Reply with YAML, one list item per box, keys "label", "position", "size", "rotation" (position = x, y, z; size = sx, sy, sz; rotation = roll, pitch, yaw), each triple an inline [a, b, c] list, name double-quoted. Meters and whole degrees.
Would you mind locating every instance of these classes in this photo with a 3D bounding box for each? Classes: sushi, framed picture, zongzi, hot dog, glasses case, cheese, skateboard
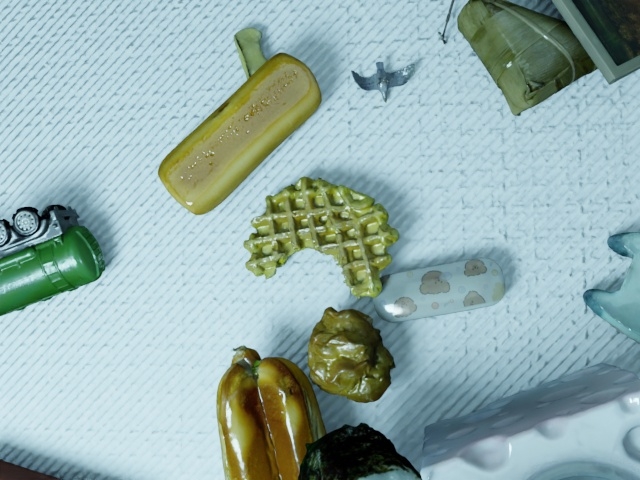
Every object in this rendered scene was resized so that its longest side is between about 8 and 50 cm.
- label: "sushi"
  position: [0.043, 0.314, 0.736]
  size: [0.124, 0.127, 0.225]
  rotation: [-6, 101, -19]
- label: "framed picture"
  position: [0.351, -0.327, 0.842]
  size: [0.184, 0.016, 0.250]
  rotation: [-27, 81, -16]
- label: "zongzi"
  position: [0.275, -0.261, 0.854]
  size: [0.176, 0.078, 0.160]
  rotation: [-31, 83, -4]
- label: "hot dog"
  position: [-0.046, 0.287, 0.839]
  size: [0.135, 0.100, 0.338]
  rotation: [-12, 93, 6]
- label: "glasses case"
  position: [0.146, 0.062, 0.861]
  size: [0.164, 0.041, 0.063]
  rotation: [-10, 82, 10]
- label: "cheese"
  position: [-0.088, -0.249, 0.932]
  size: [0.044, 0.030, 0.083]
  rotation: [-16, 78, -14]
- label: "skateboard"
  position: [0.152, -0.302, 0.900]
  size: [0.063, 0.032, 0.083]
  rotation: [12, 85, 20]

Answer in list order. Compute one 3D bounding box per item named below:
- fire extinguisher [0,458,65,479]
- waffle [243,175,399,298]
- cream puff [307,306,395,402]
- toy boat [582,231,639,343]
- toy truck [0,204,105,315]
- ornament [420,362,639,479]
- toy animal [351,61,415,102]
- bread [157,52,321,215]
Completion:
- label: "fire extinguisher"
  position: [-0.396, 0.341, 0.872]
  size: [0.336, 0.147, 0.107]
  rotation: [13, 73, 9]
- label: "waffle"
  position: [0.001, 0.000, 0.879]
  size: [0.194, 0.051, 0.149]
  rotation: [22, 89, 18]
- label: "cream puff"
  position: [0.039, 0.141, 0.837]
  size: [0.094, 0.116, 0.122]
  rotation: [-2, 100, 21]
- label: "toy boat"
  position: [0.423, 0.073, 0.810]
  size: [0.207, 0.079, 0.134]
  rotation: [22, 81, 21]
- label: "toy truck"
  position: [-0.417, 0.033, 0.928]
  size: [0.242, 0.101, 0.125]
  rotation: [-19, 94, 5]
- label: "ornament"
  position: [0.260, 0.289, 0.724]
  size: [0.239, 0.240, 0.239]
  rotation: [-22, 81, 7]
- label: "toy animal"
  position: [0.082, -0.205, 0.900]
  size: [0.084, 0.028, 0.050]
  rotation: [-3, 76, 10]
- label: "bread"
  position: [-0.101, -0.137, 0.902]
  size: [0.239, 0.074, 0.093]
  rotation: [-42, 87, 3]
